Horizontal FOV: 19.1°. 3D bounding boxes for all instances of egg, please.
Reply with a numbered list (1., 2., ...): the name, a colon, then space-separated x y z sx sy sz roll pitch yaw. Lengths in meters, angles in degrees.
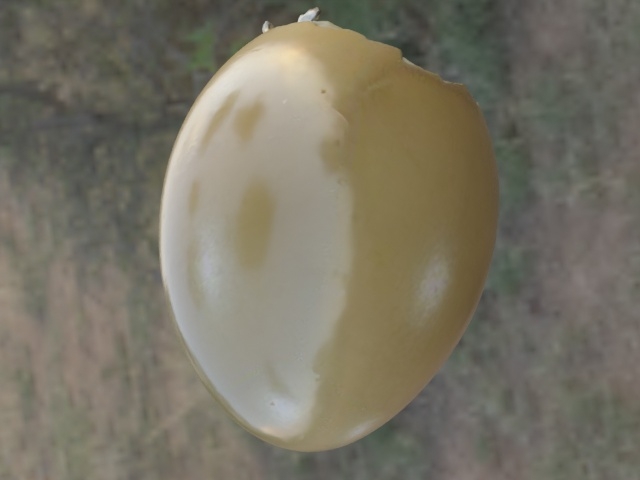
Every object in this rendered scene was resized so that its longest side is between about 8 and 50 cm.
1. egg: 0.000 0.000 0.443 0.096 0.080 0.080 -70 14 -14
